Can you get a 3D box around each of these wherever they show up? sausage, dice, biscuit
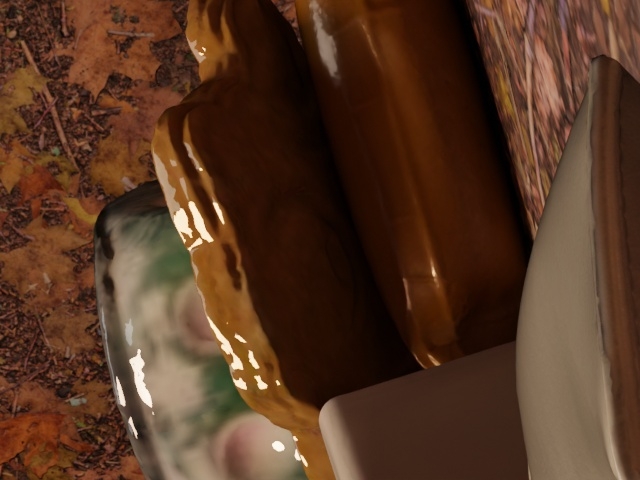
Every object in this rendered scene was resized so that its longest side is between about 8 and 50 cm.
[{"bbox_3d":[0.066,-0.038,1.011,0.112,0.112,0.328,92,162,-89],"label":"sausage"},{"bbox_3d":[-0.028,0.081,1.599,0.330,0.348,0.328,-115,10,-79],"label":"dice"},{"bbox_3d":[0.004,-0.001,1.042,0.269,0.051,0.376,-28,-81,-62],"label":"biscuit"}]

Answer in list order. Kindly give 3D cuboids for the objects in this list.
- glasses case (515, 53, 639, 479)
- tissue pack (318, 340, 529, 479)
[{"bbox_3d":[0.107,0.046,0.493,0.308,0.083,0.128,75,-175,-75],"label":"glasses case"},{"bbox_3d":[0.111,0.205,0.945,0.136,0.159,0.246,-110,4,-58],"label":"tissue pack"}]
